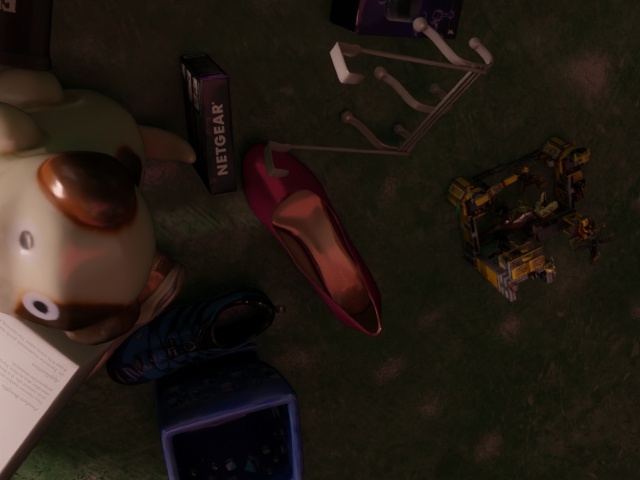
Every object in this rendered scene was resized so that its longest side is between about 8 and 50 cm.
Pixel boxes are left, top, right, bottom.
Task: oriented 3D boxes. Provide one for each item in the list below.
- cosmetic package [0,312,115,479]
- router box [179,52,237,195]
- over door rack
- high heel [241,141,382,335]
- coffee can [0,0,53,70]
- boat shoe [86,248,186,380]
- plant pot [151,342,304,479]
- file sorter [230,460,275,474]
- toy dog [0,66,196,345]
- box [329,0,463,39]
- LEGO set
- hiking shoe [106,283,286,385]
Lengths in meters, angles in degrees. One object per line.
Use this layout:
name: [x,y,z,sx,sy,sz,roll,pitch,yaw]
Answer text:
cosmetic package: [-0.509,0.237,1.109,0.217,0.156,0.385,40,103,-2]
router box: [-0.167,-0.174,1.116,0.046,0.133,0.179,-12,121,-18]
over door rack: [0.081,-0.222,1.145,0.324,0.108,0.239,-13,157,-39]
high heel: [0.000,0.000,1.259,0.127,0.181,0.377,-39,126,-1]
coffee can: [-0.400,-0.344,0.840,0.201,0.201,0.276,2,103,-26]
boat shoe: [-0.363,0.122,1.208,0.324,0.123,0.116,-43,109,5]
plant pot: [-0.177,0.329,1.339,0.235,0.212,0.236,-13,121,-19]
file sorter: [-0.115,0.492,1.517,0.104,0.118,0.170,-3,118,-28]
toy dog: [-0.336,-0.036,0.944,0.395,0.408,0.285,4,115,-26]
box: [0.131,-0.447,1.127,0.184,0.103,0.261,-6,119,-25]
LEGO set: [0.417,-0.038,1.426,0.331,0.192,0.255,-17,122,-16]
hiking shoe: [-0.216,0.154,1.258,0.304,0.132,0.113,-26,97,-16]
